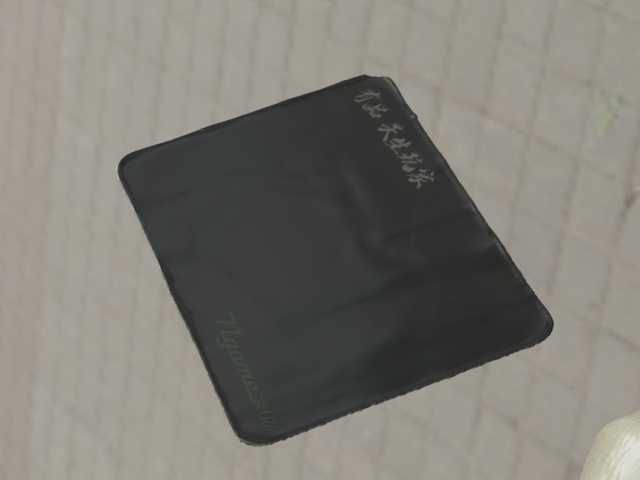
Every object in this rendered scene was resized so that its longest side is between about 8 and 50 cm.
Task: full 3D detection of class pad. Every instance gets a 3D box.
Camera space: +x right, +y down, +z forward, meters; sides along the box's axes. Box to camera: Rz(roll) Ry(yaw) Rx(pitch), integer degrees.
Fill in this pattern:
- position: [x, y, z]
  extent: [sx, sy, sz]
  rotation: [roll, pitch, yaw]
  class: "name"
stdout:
- position: [0.000, 0.000, 0.634]
  extent: [0.157, 0.112, 0.003]
  rotation: [-120, 15, -45]
  class: "pad"

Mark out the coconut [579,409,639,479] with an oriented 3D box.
- position: [0.164, 0.134, 0.692]
  extent: [0.161, 0.162, 0.161]
  rotation: [162, 90, -82]
  class: "coconut"
